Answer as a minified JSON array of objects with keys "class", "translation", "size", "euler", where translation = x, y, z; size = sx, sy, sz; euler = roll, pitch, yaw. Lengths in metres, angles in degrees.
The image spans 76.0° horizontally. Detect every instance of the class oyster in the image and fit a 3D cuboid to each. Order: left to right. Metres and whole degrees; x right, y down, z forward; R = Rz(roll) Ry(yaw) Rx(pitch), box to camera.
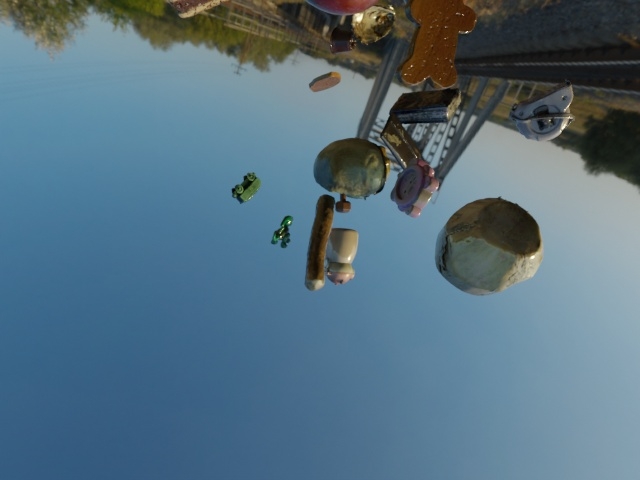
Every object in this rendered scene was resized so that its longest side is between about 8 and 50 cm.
[{"class":"oyster","translation":[0.169,-0.685,1.280],"size":[0.177,0.105,0.056],"euler":[-35,-150,-12]}]

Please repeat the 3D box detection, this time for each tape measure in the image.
[{"class":"tape measure","translation":[0.903,-0.504,1.658],"size":[0.197,0.236,0.120],"euler":[59,-152,-18]}]

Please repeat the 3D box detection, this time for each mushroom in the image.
[{"class":"mushroom","translation":[0.080,-0.246,1.368],"size":[0.164,0.189,0.267],"euler":[-10,-141,-32]}]

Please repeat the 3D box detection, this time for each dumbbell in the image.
[{"class":"dumbbell","translation":[0.116,-0.255,2.090],"size":[0.082,0.230,0.092],"euler":[0,179,3]}]

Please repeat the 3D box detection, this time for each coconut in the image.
[{"class":"coconut","translation":[0.574,0.026,1.429],"size":[0.353,0.352,0.352],"euler":[16,-156,-7]}]

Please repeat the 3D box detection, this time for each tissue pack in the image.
[{"class":"tissue pack","translation":[0.553,-0.716,2.164],"size":[0.332,0.123,0.245],"euler":[8,-132,33]}]

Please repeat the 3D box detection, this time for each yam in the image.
[{"class":"yam","translation":[0.000,0.000,1.406],"size":[0.081,0.081,0.356],"euler":[14,-118,-13]}]

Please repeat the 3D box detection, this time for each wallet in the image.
[{"class":"wallet","translation":[0.427,-0.503,2.149],"size":[0.044,0.170,0.321],"euler":[10,155,47]}]

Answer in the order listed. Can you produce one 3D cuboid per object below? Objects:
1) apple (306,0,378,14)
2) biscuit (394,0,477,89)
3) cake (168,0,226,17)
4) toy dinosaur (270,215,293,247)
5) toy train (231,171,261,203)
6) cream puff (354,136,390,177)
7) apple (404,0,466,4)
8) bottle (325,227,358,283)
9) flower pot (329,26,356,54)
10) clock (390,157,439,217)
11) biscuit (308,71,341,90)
[{"class":"apple","translation":[0.043,-0.714,0.928],"size":[0.277,0.348,0.348],"euler":[7,-154,-9]},{"class":"biscuit","translation":[0.410,-0.758,1.432],"size":[0.283,0.431,0.064],"euler":[-1,-160,-21]},{"class":"cake","translation":[-0.172,-0.521,0.799],"size":[0.135,0.246,0.112],"euler":[40,176,10]},{"class":"toy dinosaur","translation":[-0.129,-0.030,1.368],"size":[0.059,0.096,0.132],"euler":[19,-151,14]},{"class":"toy train","translation":[-0.360,-0.257,2.001],"size":[0.099,0.172,0.070],"euler":[46,153,-18]},{"class":"cream puff","translation":[0.252,-0.426,2.293],"size":[0.274,0.323,0.270],"euler":[-10,174,16]},{"class":"apple","translation":[0.466,-1.038,1.650],"size":[0.306,0.305,0.235],"euler":[26,-176,15]},{"class":"bottle","translation":[0.081,0.071,1.728],"size":[0.148,0.236,0.147],"euler":[3,174,0]},{"class":"flower pot","translation":[0.103,-0.857,1.765],"size":[0.089,0.111,0.111],"euler":[15,-159,22]},{"class":"clock","translation":[0.405,-0.225,1.772],"size":[0.090,0.227,0.248],"euler":[20,-155,-19]},{"class":"biscuit","translation":[0.022,-0.733,1.890],"size":[0.142,0.028,0.221],"euler":[-12,-175,-17]}]
